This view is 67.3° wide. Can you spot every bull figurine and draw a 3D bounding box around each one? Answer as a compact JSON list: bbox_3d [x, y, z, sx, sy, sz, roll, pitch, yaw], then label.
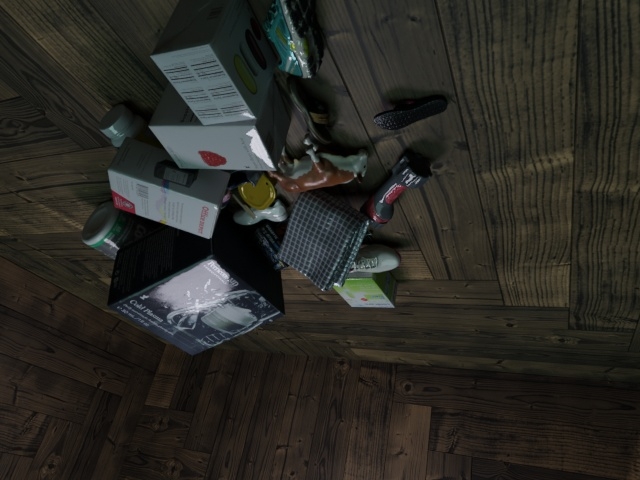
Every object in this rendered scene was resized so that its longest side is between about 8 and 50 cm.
[{"bbox_3d":[-0.017,-0.216,1.396,0.310,0.101,0.188,-14,138,37],"label":"bull figurine"}]

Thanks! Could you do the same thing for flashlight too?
[{"bbox_3d":[0.224,-0.139,1.438,0.103,0.103,0.304,-5,159,-26],"label":"flashlight"}]

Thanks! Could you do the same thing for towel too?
[{"bbox_3d":[0.000,0.000,1.547,0.235,0.121,0.283,31,114,19],"label":"towel"}]

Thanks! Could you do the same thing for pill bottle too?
[{"bbox_3d":[-0.784,0.009,2.016,0.204,0.204,0.361,-8,146,34],"label":"pill bottle"},{"bbox_3d":[-0.545,-0.299,1.439,0.119,0.119,0.208,-6,147,31],"label":"pill bottle"}]

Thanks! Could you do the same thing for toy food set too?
[{"bbox_3d":[-0.203,-0.173,1.596,0.128,0.071,0.218,45,143,-6],"label":"toy food set"}]

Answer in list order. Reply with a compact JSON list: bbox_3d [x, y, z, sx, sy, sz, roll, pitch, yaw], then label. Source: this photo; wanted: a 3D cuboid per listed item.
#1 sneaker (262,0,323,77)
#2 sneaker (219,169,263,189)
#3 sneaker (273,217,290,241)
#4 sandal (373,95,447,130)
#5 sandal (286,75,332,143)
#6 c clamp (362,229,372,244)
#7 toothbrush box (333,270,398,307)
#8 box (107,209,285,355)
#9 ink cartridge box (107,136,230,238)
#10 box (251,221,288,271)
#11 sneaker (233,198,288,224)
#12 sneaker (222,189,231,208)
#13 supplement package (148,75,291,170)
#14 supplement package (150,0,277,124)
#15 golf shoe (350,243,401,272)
[{"bbox_3d":[-0.072,-0.448,0.994,0.110,0.107,0.275,15,153,16],"label":"sneaker"},{"bbox_3d":[-0.306,-0.222,1.477,0.300,0.121,0.111,0,149,22],"label":"sneaker"},{"bbox_3d":[-0.060,0.014,1.746,0.321,0.180,0.124,-8,145,35],"label":"sneaker"},{"bbox_3d":[0.219,-0.318,1.180,0.179,0.040,0.067,-14,150,16],"label":"sandal"},{"bbox_3d":[-0.016,-0.331,1.221,0.060,0.090,0.219,-22,134,15],"label":"sandal"},{"bbox_3d":[0.125,-0.018,1.786,0.161,0.022,0.137,-3,155,27],"label":"c clamp"},{"bbox_3d":[0.178,0.171,2.003,0.206,0.122,0.283,-3,150,27],"label":"toothbrush box"},{"bbox_3d":[-0.466,0.165,1.890,0.472,0.297,0.480,-26,136,15],"label":"box"},{"bbox_3d":[-0.441,-0.146,1.411,0.306,0.131,0.226,18,151,-11],"label":"ink cartridge box"},{"bbox_3d":[-0.181,0.030,1.815,0.175,0.051,0.220,54,163,-2],"label":"box"},{"bbox_3d":[-0.223,-0.115,1.709,0.212,0.080,0.094,-6,136,18],"label":"sneaker"},{"bbox_3d":[-0.446,-0.196,1.592,0.319,0.112,0.131,15,163,-21],"label":"sneaker"},{"bbox_3d":[-0.253,-0.302,1.250,0.293,0.175,0.177,4,152,17],"label":"supplement package"},{"bbox_3d":[-0.219,-0.396,1.043,0.149,0.194,0.203,0,150,23],"label":"supplement package"},{"bbox_3d":[0.142,0.082,1.782,0.306,0.140,0.115,1,113,16],"label":"golf shoe"}]
